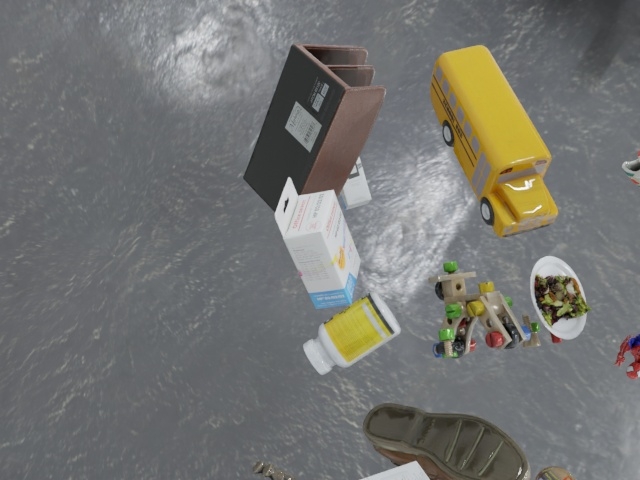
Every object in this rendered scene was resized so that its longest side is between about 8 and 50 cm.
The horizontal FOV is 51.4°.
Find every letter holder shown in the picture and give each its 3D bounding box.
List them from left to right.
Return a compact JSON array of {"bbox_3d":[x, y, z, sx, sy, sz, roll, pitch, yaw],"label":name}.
[{"bbox_3d":[0.016,-0.207,1.287,0.215,0.301,0.152,-15,51,-44],"label":"letter holder"}]

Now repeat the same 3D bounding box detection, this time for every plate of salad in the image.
[{"bbox_3d":[0.564,0.130,1.548,0.200,0.048,0.199,12,68,-32],"label":"plate of salad"}]

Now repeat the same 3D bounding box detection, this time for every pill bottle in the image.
[{"bbox_3d":[0.061,0.190,1.334,0.184,0.103,0.103,-34,99,5],"label":"pill bottle"}]

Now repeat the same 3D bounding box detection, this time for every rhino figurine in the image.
[{"bbox_3d":[-0.136,0.530,1.292,0.106,0.073,0.243,39,103,-17],"label":"rhino figurine"}]

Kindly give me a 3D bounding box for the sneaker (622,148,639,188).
[{"bbox_3d":[0.612,-0.141,1.186,0.075,0.161,0.057,36,66,-7],"label":"sneaker"}]

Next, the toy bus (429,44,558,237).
[{"bbox_3d":[0.301,-0.175,1.158,0.108,0.130,0.332,-14,60,-9],"label":"toy bus"}]

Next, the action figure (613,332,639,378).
[{"bbox_3d":[0.609,0.144,1.174,0.092,0.139,0.280,27,116,21],"label":"action figure"}]

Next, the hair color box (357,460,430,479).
[{"bbox_3d":[0.091,0.393,0.966,0.167,0.093,0.053,-6,126,-29],"label":"hair color box"}]

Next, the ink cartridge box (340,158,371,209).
[{"bbox_3d":[0.065,-0.171,1.592,0.060,0.104,0.180,-16,87,-3],"label":"ink cartridge box"}]

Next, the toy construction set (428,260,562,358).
[{"bbox_3d":[0.402,0.150,1.600,0.309,0.257,0.237,-7,77,-4],"label":"toy construction set"}]

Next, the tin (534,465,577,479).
[{"bbox_3d":[0.636,0.664,1.699,0.190,0.040,0.106,45,101,22],"label":"tin"}]

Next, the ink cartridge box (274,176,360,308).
[{"bbox_3d":[0.000,0.000,0.984,0.062,0.104,0.181,-9,127,20],"label":"ink cartridge box"}]

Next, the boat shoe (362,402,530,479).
[{"bbox_3d":[0.215,0.353,1.103,0.110,0.307,0.104,-47,125,-27],"label":"boat shoe"}]
